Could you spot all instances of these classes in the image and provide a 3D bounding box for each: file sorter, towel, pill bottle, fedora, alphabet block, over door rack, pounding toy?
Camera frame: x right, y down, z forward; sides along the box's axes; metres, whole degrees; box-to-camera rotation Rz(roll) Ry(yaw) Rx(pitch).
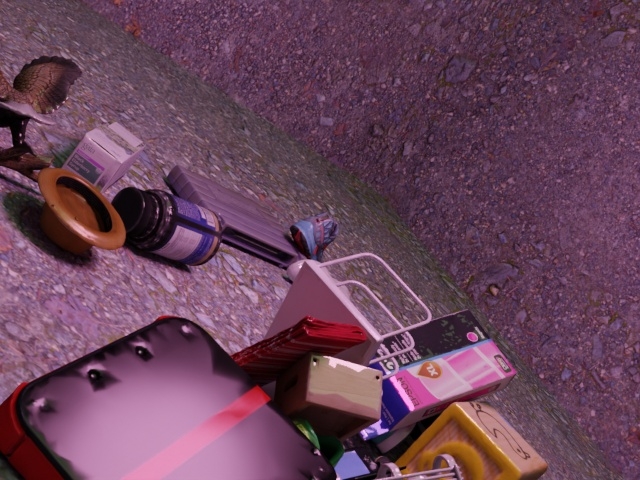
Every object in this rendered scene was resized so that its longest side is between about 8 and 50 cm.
[{"bbox_3d":[0.035,0.186,1.713,0.173,0.277,0.193,-12,50,-45],"label":"file sorter"},{"bbox_3d":[-0.082,0.186,1.513,0.199,0.275,0.031,19,50,-60],"label":"towel"},{"bbox_3d":[-0.303,-0.031,1.910,0.219,0.123,0.123,24,21,-52],"label":"pill bottle"},{"bbox_3d":[-0.426,-0.038,1.681,0.194,0.079,0.194,41,17,-15],"label":"fedora"},{"bbox_3d":[0.291,0.440,1.893,0.192,0.193,0.197,45,13,24],"label":"alphabet block"},{"bbox_3d":[0.144,0.476,1.403,0.240,0.108,0.324,-1,50,-32],"label":"over door rack"},{"bbox_3d":[-0.037,0.240,1.525,0.206,0.181,0.094,18,57,-20],"label":"pounding toy"}]

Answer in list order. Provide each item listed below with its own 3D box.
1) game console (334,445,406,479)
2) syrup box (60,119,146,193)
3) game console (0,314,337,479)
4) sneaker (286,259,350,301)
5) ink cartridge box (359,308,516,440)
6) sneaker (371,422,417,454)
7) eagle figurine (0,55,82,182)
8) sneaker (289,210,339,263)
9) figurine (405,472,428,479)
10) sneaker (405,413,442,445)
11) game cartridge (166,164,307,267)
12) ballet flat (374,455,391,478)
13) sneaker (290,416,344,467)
[{"bbox_3d":[0.061,0.373,1.634,0.122,0.071,0.107,-3,38,-36],"label":"game console"},{"bbox_3d":[-0.448,-0.174,2.033,0.093,0.096,0.237,37,14,-7],"label":"syrup box"},{"bbox_3d":[-0.183,0.265,1.237,0.342,0.060,0.386,46,29,10],"label":"game console"},{"bbox_3d":[0.006,0.123,2.414,0.212,0.080,0.094,33,27,-36],"label":"sneaker"},{"bbox_3d":[0.194,0.255,1.912,0.371,0.069,0.175,-14,55,-32],"label":"ink cartridge box"},{"bbox_3d":[0.115,0.308,2.009,0.178,0.124,0.295,50,14,-1],"label":"sneaker"},{"bbox_3d":[-0.557,-0.263,1.736,0.226,0.225,0.298,80,9,-67],"label":"eagle figurine"},{"bbox_3d":[0.000,0.000,2.556,0.104,0.125,0.262,55,-8,13],"label":"sneaker"},{"bbox_3d":[0.158,0.486,1.564,0.215,0.092,0.209,55,23,23],"label":"figurine"},{"bbox_3d":[0.280,0.427,2.060,0.217,0.121,0.079,40,14,-4],"label":"sneaker"},{"bbox_3d":[-0.205,-0.051,2.411,0.355,0.068,0.230,26,15,-48],"label":"game cartridge"},{"bbox_3d":[0.099,0.420,1.722,0.049,0.057,0.173,11,9,2],"label":"ballet flat"},{"bbox_3d":[-0.073,0.306,1.445,0.295,0.123,0.109,23,22,-52],"label":"sneaker"}]
